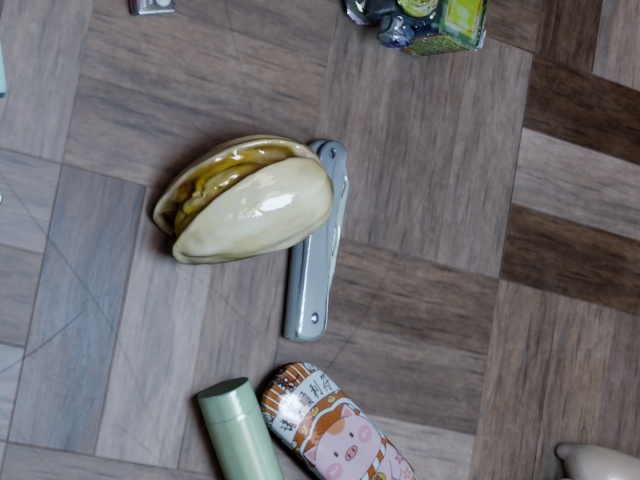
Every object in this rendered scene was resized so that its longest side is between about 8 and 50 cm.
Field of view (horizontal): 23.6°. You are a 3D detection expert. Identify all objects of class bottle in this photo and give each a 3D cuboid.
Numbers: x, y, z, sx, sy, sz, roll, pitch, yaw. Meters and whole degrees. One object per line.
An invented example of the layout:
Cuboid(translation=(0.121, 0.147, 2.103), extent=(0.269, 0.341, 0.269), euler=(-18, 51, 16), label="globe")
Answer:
Cuboid(translation=(-0.089, 0.275, 1.895), extent=(0.072, 0.072, 0.201), euler=(-23, 99, -30), label="bottle")

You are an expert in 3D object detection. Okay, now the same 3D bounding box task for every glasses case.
Cuboid(translation=(0.024, 0.266, 1.966), extent=(0.266, 0.067, 0.103), euler=(47, 64, -21), label="glasses case")

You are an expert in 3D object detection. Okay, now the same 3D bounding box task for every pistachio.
Cuboid(translation=(-0.090, -0.047, 1.876), extent=(0.229, 0.157, 0.157), euler=(-21, 99, -17), label="pistachio")

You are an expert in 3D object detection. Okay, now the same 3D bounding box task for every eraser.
Cuboid(translation=(-0.212, -0.337, 1.874), extent=(0.052, 0.029, 0.122), euler=(-8, 92, -32), label="eraser")

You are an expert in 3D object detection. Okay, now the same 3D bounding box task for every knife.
Cuboid(translation=(-0.003, 0.000, 1.979), extent=(0.073, 0.041, 0.265), euler=(14, 80, -39), label="knife")

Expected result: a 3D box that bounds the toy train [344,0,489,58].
Cuboid(translation=(0.137, -0.370, 2.032), extent=(0.177, 0.134, 0.261), euler=(19, 79, -38), label="toy train")

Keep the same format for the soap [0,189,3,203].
Cuboid(translation=(-0.464, 0.018, 1.679), extent=(0.135, 0.076, 0.233), euler=(32, 71, -26), label="soap")

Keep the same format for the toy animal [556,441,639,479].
Cuboid(translation=(0.384, 0.389, 2.131), extent=(0.171, 0.171, 0.197), euler=(28, 70, -27), label="toy animal")

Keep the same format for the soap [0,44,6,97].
Cuboid(translation=(-0.464, -0.183, 1.648), extent=(0.230, 0.145, 0.091), euler=(-10, 93, -30), label="soap")
